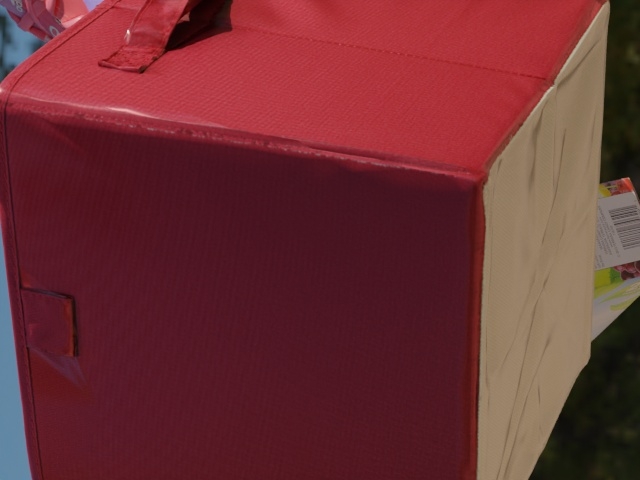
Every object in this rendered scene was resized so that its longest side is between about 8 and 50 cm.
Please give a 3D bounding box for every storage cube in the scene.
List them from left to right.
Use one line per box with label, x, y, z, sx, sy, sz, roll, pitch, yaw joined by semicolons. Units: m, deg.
storage cube;0.000;0.000;0.813;0.184;0.193;0.215;-52;-33;-54

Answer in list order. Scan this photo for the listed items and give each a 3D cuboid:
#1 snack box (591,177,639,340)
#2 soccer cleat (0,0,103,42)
snack box;0.078;0.044;1.203;0.070;0.207;0.174;69;156;18
soccer cleat;-0.106;-0.119;1.046;0.318;0.116;0.109;52;143;32
